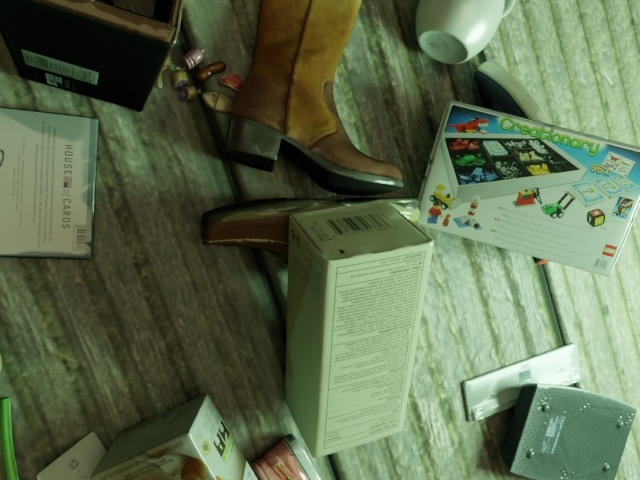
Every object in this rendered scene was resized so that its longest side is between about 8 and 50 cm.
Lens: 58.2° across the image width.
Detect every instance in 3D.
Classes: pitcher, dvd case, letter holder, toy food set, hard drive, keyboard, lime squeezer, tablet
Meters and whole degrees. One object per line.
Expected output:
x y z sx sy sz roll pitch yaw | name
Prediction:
0.242 -0.371 0.900 0.177 0.125 0.207 35 76 -42 | pitcher
-0.396 -0.070 0.686 0.238 0.029 0.180 3 90 -23 | dvd case
-0.227 -0.286 0.602 0.151 0.302 0.215 13 86 -22 | letter holder
-0.157 -0.221 0.785 0.122 0.019 0.078 11 87 -22 | toy food set
0.439 0.342 1.021 0.254 0.054 0.172 17 90 -23 | hard drive
0.362 0.248 1.019 0.255 0.014 0.072 -12 91 -22 | keyboard
-0.328 0.343 0.711 0.110 0.059 0.310 -40 105 -16 | lime squeezer
-0.307 0.288 0.723 0.083 0.006 0.054 -37 104 -47 | tablet

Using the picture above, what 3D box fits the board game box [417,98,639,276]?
0.310 -0.079 0.861 0.305 0.053 0.193 16 107 6 | board game box

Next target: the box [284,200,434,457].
0.039 0.119 0.754 0.147 0.121 0.311 -8 121 -23 | box

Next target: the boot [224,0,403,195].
0.016 -0.218 0.821 0.264 0.096 0.281 14 79 -6 | boot

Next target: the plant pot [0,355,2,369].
-0.484 0.212 0.568 0.237 0.237 0.255 20 97 -22 | plant pot

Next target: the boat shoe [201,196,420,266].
0.000 0.000 0.804 0.323 0.122 0.120 -2 95 -22 | boat shoe

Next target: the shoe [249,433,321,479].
-0.031 0.375 0.833 0.081 0.063 0.178 -31 97 -17 | shoe

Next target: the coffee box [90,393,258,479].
-0.155 0.344 0.736 0.141 0.098 0.247 -26 102 7 | coffee box

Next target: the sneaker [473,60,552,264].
0.320 -0.116 0.939 0.148 0.131 0.350 -32 89 16 | sneaker
